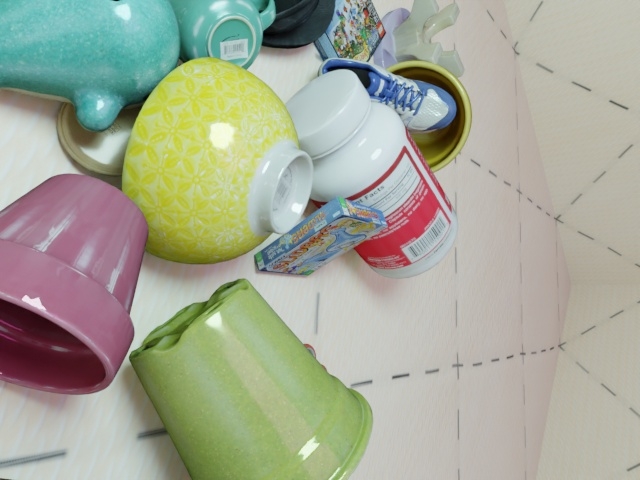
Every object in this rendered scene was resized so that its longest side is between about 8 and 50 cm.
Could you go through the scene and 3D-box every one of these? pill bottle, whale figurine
[{"bbox_3d":[0.097,-0.119,0.923,0.407,0.229,0.229,47,52,-38],"label":"pill bottle"},{"bbox_3d":[-0.286,-0.227,0.507,0.272,0.141,0.216,-26,97,-33],"label":"whale figurine"}]

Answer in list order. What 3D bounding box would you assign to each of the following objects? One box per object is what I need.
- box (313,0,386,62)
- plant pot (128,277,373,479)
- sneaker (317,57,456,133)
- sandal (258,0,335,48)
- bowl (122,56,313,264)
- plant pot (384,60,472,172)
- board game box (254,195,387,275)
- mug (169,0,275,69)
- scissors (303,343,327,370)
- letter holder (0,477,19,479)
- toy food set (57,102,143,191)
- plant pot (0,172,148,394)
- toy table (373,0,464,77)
[{"bbox_3d":[0.065,-0.482,1.062,0.159,0.044,0.233,52,50,-34],"label":"box"},{"bbox_3d":[-0.111,0.202,0.631,0.276,0.276,0.254,-42,104,-45],"label":"plant pot"},{"bbox_3d":[0.130,-0.290,0.940,0.131,0.296,0.111,-55,161,-76],"label":"sneaker"},{"bbox_3d":[-0.099,-0.416,0.780,0.446,0.107,0.167,-29,108,-43],"label":"sandal"},{"bbox_3d":[-0.104,-0.085,0.637,0.289,0.156,0.289,-55,157,-38],"label":"bowl"},{"bbox_3d":[0.236,-0.296,1.118,0.239,0.254,0.254,-42,120,-62],"label":"plant pot"},{"bbox_3d":[0.000,0.000,0.817,0.136,0.201,0.035,11,53,-50],"label":"board game box"},{"bbox_3d":[-0.139,-0.309,0.661,0.157,0.097,0.129,-49,146,10],"label":"mug"},{"bbox_3d":[-0.082,0.296,0.827,0.297,0.021,0.109,-36,114,-47],"label":"scissors"},{"bbox_3d":[-0.301,0.391,0.391,0.152,0.214,0.301,39,58,-42],"label":"letter holder"},{"bbox_3d":[-0.273,-0.143,0.613,0.132,0.038,0.192,0,83,-33],"label":"toy food set"},{"bbox_3d":[-0.279,0.034,0.489,0.201,0.201,0.180,50,35,-36],"label":"plant pot"},{"bbox_3d":[0.259,-0.523,1.217,0.252,0.161,0.274,37,60,-43],"label":"toy table"}]
